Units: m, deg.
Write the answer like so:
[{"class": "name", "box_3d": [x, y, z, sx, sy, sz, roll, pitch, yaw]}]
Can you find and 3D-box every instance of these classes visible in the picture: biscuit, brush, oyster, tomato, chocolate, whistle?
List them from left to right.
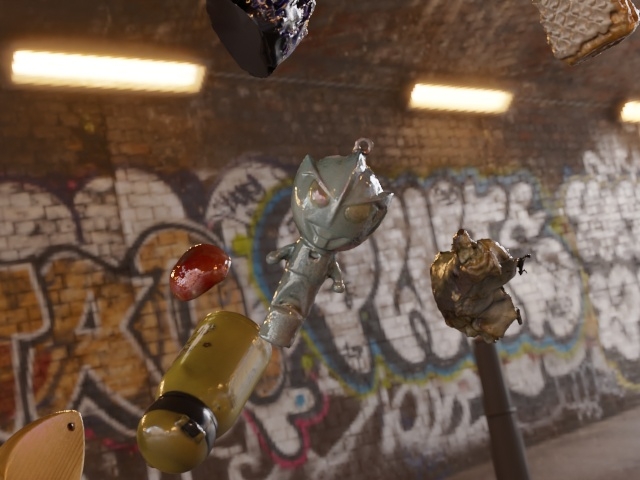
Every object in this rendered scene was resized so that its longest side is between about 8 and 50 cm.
[{"class": "brush", "box_3d": [-0.557, 0.443, 1.725, 0.166, 0.174, 0.266, -28, 23, 33]}, {"class": "tomato", "box_3d": [-0.276, 0.061, 1.979, 0.156, 0.069, 0.155, -29, 27, 17]}, {"class": "chocolate", "box_3d": [-0.007, -0.349, 1.208, 0.343, 0.126, 0.148, -45, -6, -33]}, {"class": "whistle", "box_3d": [0.001, 0.000, 1.394, 0.142, 0.346, 0.134, 23, 5, -23]}, {"class": "oyster", "box_3d": [0.283, 0.079, 1.620, 0.133, 0.198, 0.337, -36, -17, -15]}, {"class": "biscuit", "box_3d": [0.248, -0.381, 1.012, 0.054, 0.378, 0.094, -8, -15, -44]}]

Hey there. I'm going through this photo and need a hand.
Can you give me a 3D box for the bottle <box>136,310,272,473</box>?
[{"class": "bottle", "box_3d": [-0.233, 0.298, 1.747, 0.172, 0.171, 0.351, -16, 23, 29]}]
